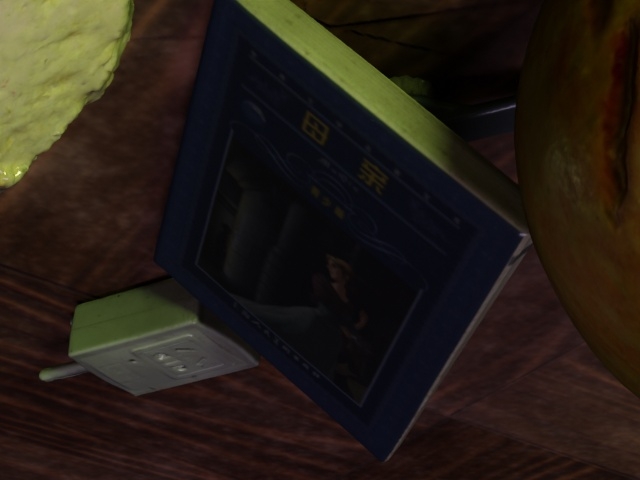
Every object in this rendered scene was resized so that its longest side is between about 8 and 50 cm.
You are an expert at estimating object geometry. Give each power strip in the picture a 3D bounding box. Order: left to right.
[{"bbox_3d":[-0.119,0.068,1.033,0.175,0.042,0.075,-17,145,30],"label":"power strip"}]

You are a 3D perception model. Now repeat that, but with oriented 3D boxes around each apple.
[{"bbox_3d":[0.208,-0.048,0.643,0.264,0.264,0.264,2,149,1],"label":"apple"}]

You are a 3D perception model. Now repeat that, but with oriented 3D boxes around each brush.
[{"bbox_3d":[0.139,-0.078,0.792,0.266,0.027,0.062,-10,147,14],"label":"brush"}]

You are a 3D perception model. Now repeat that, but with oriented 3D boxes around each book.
[{"bbox_3d":[0.000,0.000,0.827,0.191,0.025,0.269,40,149,10],"label":"book"}]

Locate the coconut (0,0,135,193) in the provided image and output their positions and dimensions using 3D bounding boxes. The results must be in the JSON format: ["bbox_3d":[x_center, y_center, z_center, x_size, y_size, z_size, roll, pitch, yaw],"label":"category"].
[{"bbox_3d":[-0.203,-0.128,0.548,0.239,0.244,0.239,-32,155,-17],"label":"coconut"}]
